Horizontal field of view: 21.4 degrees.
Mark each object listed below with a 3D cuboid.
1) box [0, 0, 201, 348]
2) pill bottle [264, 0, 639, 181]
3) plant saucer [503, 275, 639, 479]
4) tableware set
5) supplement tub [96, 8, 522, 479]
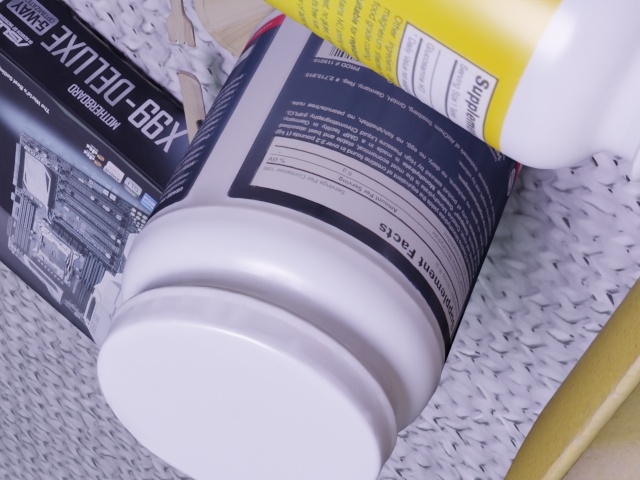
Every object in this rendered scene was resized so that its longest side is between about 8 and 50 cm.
[{"bbox_3d":[-0.209,-0.063,1.327,0.307,0.076,0.242,41,144,4],"label":"box"},{"bbox_3d":[0.090,-0.156,0.856,0.334,0.188,0.188,33,143,13],"label":"pill bottle"},{"bbox_3d":[0.268,0.059,0.867,0.333,0.332,0.081,115,148,-53],"label":"plant saucer"},{"bbox_3d":[-0.035,-0.120,1.140,0.128,0.039,0.194,16,143,16],"label":"tableware set"},{"bbox_3d":[0.000,0.000,0.999,0.191,0.272,0.191,16,143,13],"label":"supplement tub"}]
